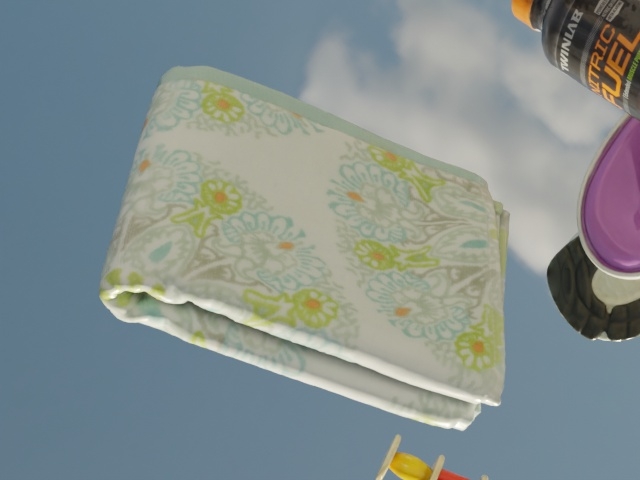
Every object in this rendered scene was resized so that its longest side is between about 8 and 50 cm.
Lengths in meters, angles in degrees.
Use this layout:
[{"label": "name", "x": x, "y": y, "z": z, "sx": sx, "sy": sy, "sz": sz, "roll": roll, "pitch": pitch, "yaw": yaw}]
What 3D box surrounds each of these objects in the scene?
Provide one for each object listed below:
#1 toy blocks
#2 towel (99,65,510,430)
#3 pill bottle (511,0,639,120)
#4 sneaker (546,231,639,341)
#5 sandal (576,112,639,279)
[{"label": "toy blocks", "x": 0.121, "y": 0.276, "z": 1.945, "sx": 0.148, "sy": 0.054, "sz": 0.123, "roll": 25, "pitch": -133, "yaw": 2}, {"label": "towel", "x": 0.000, "y": 0.000, "z": 1.781, "sx": 0.374, "sy": 0.090, "sz": 0.320, "roll": 19, "pitch": -144, "yaw": -9}, {"label": "pill bottle", "x": 0.293, "y": -0.185, "z": 1.760, "sx": 0.246, "sy": 0.130, "sz": 0.130, "roll": 36, "pitch": -157, "yaw": 27}, {"label": "sneaker", "x": 0.433, "y": -0.044, "z": 2.059, "sx": 0.158, "sy": 0.410, "sz": 0.182, "roll": 62, "pitch": -168, "yaw": -5}, {"label": "sandal", "x": 0.408, "y": -0.128, "z": 1.888, "sx": 0.169, "sy": 0.416, "sz": 0.102, "roll": 55, "pitch": -163, "yaw": 22}]
